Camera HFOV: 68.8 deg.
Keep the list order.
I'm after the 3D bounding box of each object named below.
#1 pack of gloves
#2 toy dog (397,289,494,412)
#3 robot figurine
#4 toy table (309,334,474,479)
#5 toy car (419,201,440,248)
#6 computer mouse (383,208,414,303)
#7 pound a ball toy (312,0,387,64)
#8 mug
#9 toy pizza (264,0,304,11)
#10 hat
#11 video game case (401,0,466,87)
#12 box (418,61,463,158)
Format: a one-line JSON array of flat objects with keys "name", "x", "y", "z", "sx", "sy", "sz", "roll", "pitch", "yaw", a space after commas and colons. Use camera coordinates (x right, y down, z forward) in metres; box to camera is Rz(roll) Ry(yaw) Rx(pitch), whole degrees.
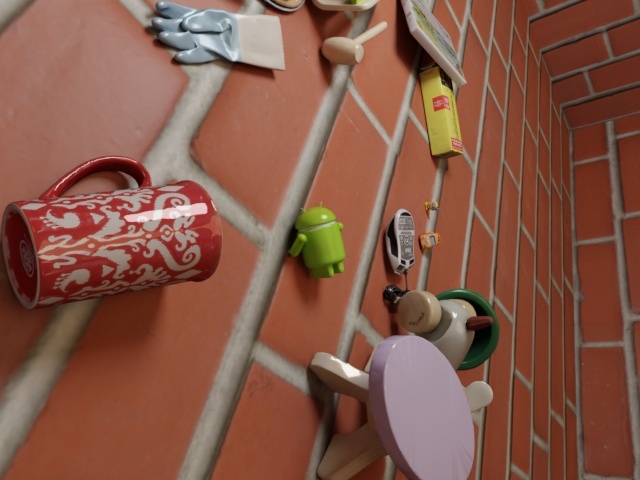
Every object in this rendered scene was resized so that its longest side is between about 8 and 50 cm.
[{"name": "pack of gloves", "x": -0.153, "y": -0.342, "z": 0.654, "sx": 0.232, "sy": 0.046, "sz": 0.195, "roll": -19, "pitch": 109, "yaw": -49}, {"name": "toy dog", "x": 0.252, "y": 0.251, "z": 0.884, "sx": 0.220, "sy": 0.161, "sz": 0.334, "roll": -16, "pitch": 97, "yaw": -37}, {"name": "robot figurine", "x": 0.000, "y": 0.000, "z": 0.731, "sx": 0.101, "sy": 0.067, "sz": 0.115, "roll": -20, "pitch": 97, "yaw": -43}, {"name": "toy table", "x": 0.108, "y": 0.258, "z": 0.720, "sx": 0.252, "sy": 0.160, "sz": 0.274, "roll": -43, "pitch": 113, "yaw": -42}, {"name": "toy car", "x": 0.256, "y": -0.039, "z": 1.086, "sx": 0.060, "sy": 0.040, "sz": 0.122, "roll": 14, "pitch": 72, "yaw": -50}, {"name": "computer mouse", "x": 0.160, "y": 0.033, "z": 0.951, "sx": 0.106, "sy": 0.042, "sz": 0.193, "roll": 2, "pitch": 86, "yaw": -47}, {"name": "pound a ball toy", "x": 0.062, "y": -0.497, "z": 0.901, "sx": 0.319, "sy": 0.135, "sz": 0.208, "roll": -58, "pitch": 153, "yaw": -43}, {"name": "mug", "x": -0.209, "y": -0.006, "z": 0.462, "sx": 0.169, "sy": 0.150, "sz": 0.113, "roll": -13, "pitch": 129, "yaw": -48}, {"name": "toy pizza", "x": -0.080, "y": -0.483, "z": 0.769, "sx": 0.201, "sy": 0.032, "sz": 0.201, "roll": 15, "pitch": 70, "yaw": -49}, {"name": "hat", "x": 0.305, "y": 0.195, "z": 1.093, "sx": 0.183, "sy": 0.172, "sz": 0.209, "roll": -84, "pitch": 151, "yaw": -84}, {"name": "video game case", "x": 0.282, "y": -0.521, "z": 1.185, "sx": 0.227, "sy": 0.026, "sz": 0.207, "roll": 28, "pitch": 45, "yaw": -39}, {"name": "box", "x": 0.313, "y": -0.334, "z": 1.212, "sx": 0.087, "sy": 0.058, "sz": 0.233, "roll": 0, "pitch": 82, "yaw": -53}]
